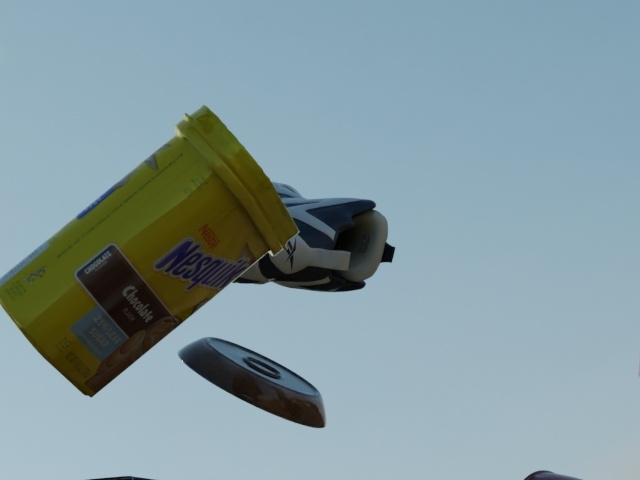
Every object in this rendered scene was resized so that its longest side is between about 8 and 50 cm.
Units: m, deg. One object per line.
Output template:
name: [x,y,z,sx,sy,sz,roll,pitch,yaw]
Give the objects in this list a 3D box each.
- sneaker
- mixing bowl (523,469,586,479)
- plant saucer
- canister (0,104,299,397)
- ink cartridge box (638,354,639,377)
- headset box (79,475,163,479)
sneaker: [0.000,0.000,1.871,0.153,0.094,0.235,9,3,10]
mixing bowl: [0.272,0.318,1.993,0.098,0.181,0.181,-10,-9,37]
plant saucer: [-0.064,0.139,2.006,0.168,0.168,0.029,17,-78,-61]
canister: [-0.106,0.010,1.214,0.170,0.073,0.126,-40,-23,-4]
ink cartridge box: [0.389,0.065,1.909,0.082,0.139,0.191,-49,-31,-41]
headset box: [-0.129,0.267,1.534,0.246,0.131,0.283,-13,-18,39]
